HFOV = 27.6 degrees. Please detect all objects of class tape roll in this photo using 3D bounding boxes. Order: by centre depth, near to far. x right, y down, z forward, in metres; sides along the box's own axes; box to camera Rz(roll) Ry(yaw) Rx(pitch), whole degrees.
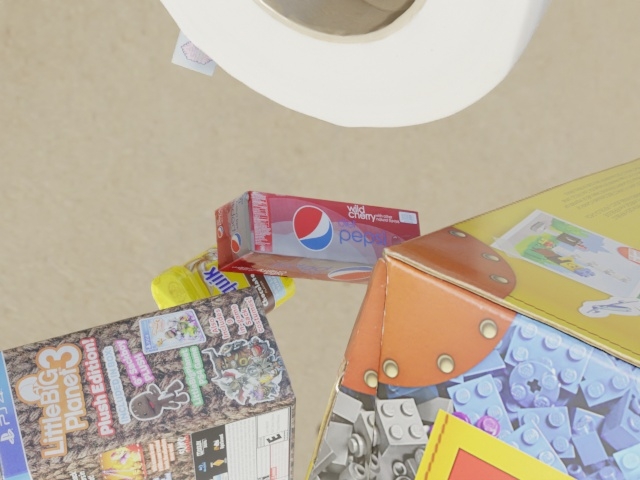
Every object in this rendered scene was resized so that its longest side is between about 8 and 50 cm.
[{"bbox_3d":[0.019,-0.212,0.809,0.286,0.286,0.100,57,44,-25],"label":"tape roll"}]

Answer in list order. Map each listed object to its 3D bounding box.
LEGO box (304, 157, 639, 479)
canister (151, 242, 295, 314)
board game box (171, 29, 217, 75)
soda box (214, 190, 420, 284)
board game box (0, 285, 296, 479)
[{"bbox_3d":[0.170,0.164,0.776,0.500,0.193,0.373,-18,129,-59],"label":"LEGO box"},{"bbox_3d":[-0.125,0.063,1.723,0.170,0.073,0.126,-34,96,-42],"label":"canister"},{"bbox_3d":[-0.100,-0.436,1.735,0.065,0.318,0.319,19,58,-7],"label":"board game box"},{"bbox_3d":[0.000,0.000,1.660,0.263,0.092,0.084,7,70,-32],"label":"soda box"},{"bbox_3d":[-0.183,0.199,1.348,0.291,0.141,0.232,-14,145,-13],"label":"board game box"}]
